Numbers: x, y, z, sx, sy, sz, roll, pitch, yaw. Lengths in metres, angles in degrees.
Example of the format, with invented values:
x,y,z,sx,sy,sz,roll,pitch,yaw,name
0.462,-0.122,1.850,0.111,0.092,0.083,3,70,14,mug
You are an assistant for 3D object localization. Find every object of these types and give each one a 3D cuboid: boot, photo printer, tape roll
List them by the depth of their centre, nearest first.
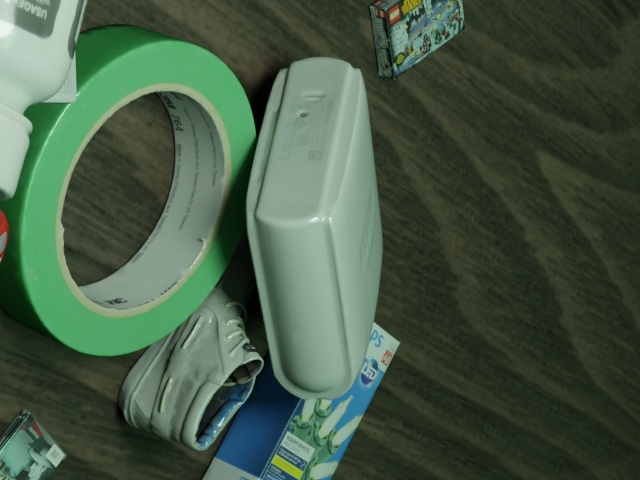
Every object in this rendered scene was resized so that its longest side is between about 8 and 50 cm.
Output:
x,y,z,sx,sy,sz,roll,pitch,yaw,name
-0.196,-0.048,1.862,0.321,0.077,0.321,-28,128,-43,tape roll
-0.100,0.105,2.019,0.258,0.123,0.095,-60,143,-12,boot
0.000,0.000,2.020,0.308,0.107,0.256,82,14,-45,photo printer

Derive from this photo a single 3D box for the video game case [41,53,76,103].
x,y,z,sx,sy,sz,roll,pitch,yaw,name
-0.306,-0.212,1.586,0.212,0.023,0.193,-2,91,-33,video game case

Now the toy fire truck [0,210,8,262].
x,y,z,sx,sy,sz,roll,pitch,yaw,name
-0.330,-0.072,1.624,0.047,0.192,0.135,-27,155,-42,toy fire truck

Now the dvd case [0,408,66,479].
x,y,z,sx,sy,sz,roll,pitch,yaw,name
-0.313,0.240,1.907,0.119,0.013,0.087,-53,141,-19,dvd case

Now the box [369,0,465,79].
x,y,z,sx,sy,sz,roll,pitch,yaw,name
0.114,-0.259,2.197,0.137,0.027,0.094,-39,134,-35,box

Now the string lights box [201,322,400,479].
x,y,z,sx,sy,sz,roll,pitch,yaw,name
-0.021,0.199,2.209,0.133,0.076,0.260,39,75,-51,string lights box

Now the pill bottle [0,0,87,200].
x,y,z,sx,sy,sz,roll,pitch,yaw,name
-0.276,-0.226,1.468,0.204,0.204,0.361,26,74,-54,pill bottle
